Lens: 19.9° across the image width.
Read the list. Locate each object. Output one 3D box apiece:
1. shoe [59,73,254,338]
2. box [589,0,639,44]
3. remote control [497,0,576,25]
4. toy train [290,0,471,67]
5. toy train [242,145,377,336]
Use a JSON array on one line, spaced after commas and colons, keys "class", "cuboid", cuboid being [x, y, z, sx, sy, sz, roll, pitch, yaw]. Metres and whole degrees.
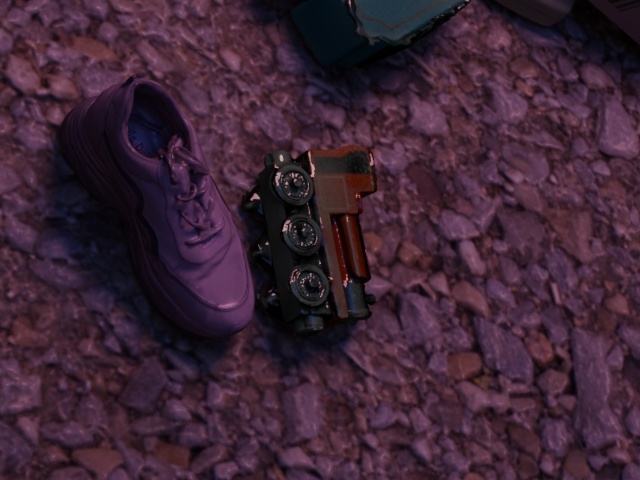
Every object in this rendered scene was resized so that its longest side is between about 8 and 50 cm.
[{"class": "shoe", "cuboid": [-0.123, -0.033, 1.556, 0.095, 0.137, 0.245, -33, 90, -26]}, {"class": "box", "cuboid": [0.358, -0.311, 1.855, 0.299, 0.106, 0.200, 35, 61, -31]}, {"class": "remote control", "cuboid": [0.246, -0.385, 1.897, 0.145, 0.050, 0.344, 33, 62, -13]}, {"class": "toy train", "cuboid": [0.054, -0.261, 1.734, 0.203, 0.112, 0.163, -34, 96, -30]}, {"class": "toy train", "cuboid": [0.000, 0.000, 1.644, 0.118, 0.074, 0.176, -3, 73, -30]}]
